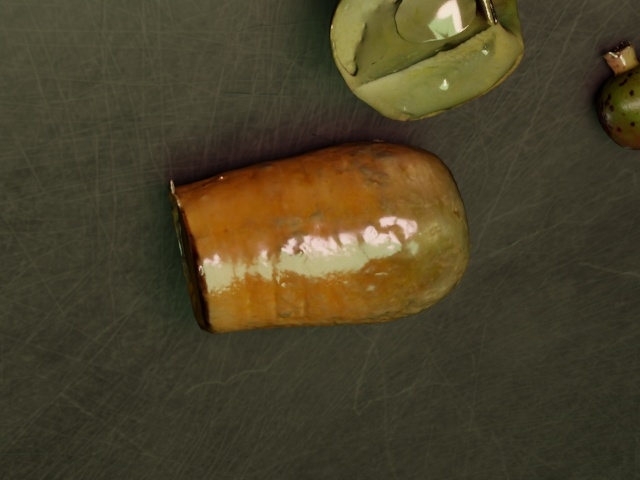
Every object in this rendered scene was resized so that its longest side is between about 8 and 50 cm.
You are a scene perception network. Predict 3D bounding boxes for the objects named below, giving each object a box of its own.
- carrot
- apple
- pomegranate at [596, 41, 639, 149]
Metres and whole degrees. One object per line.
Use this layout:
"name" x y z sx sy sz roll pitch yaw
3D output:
"carrot" 0.000 0.000 1.695 0.341 0.224 0.224 -11 123 -9
"apple" 0.114 -0.237 1.530 0.188 0.174 0.207 -22 129 24
"pomegranate" 0.406 -0.176 1.766 0.130 0.130 0.130 -7 122 -11
